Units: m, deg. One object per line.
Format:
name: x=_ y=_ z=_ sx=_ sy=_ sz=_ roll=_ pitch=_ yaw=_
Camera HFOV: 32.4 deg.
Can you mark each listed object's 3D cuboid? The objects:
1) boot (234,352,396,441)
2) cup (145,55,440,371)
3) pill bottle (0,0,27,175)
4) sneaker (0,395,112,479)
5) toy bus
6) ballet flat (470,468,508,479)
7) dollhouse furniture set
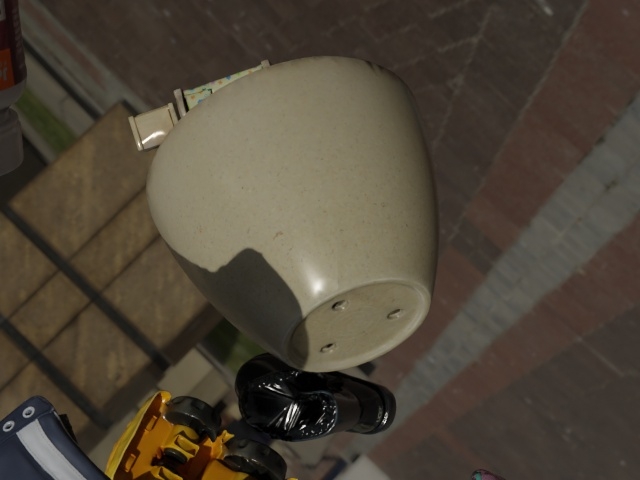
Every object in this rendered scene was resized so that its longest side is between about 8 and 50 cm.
boot: x=-0.048 y=0.194 z=1.400 sx=0.246 sy=0.094 sz=0.207 roll=10 pitch=177 yaw=29
cup: x=0.000 y=0.000 z=1.202 sx=0.331 sy=0.331 sz=0.237 roll=62 pitch=-177 yaw=-56
pill bottle: x=-0.503 y=-0.282 z=1.430 sx=0.224 sy=0.224 sz=0.392 roll=29 pitch=127 yaw=51
sneaker: x=-0.266 y=0.158 z=0.736 sx=0.282 sy=0.153 sz=0.099 roll=23 pitch=150 yaw=14
toy bus: x=-0.167 y=0.291 z=1.269 sx=0.220 sy=0.149 sz=0.211 roll=40 pitch=145 yaw=-19
ballet flat: x=0.259 y=0.354 z=1.409 sx=0.221 sy=0.077 sz=0.079 roll=44 pitch=-158 yaw=-36
dollhouse furniture set: x=-0.114 y=-0.094 z=1.236 sx=0.101 sy=0.182 sz=0.161 roll=-10 pitch=-99 yaw=-84
